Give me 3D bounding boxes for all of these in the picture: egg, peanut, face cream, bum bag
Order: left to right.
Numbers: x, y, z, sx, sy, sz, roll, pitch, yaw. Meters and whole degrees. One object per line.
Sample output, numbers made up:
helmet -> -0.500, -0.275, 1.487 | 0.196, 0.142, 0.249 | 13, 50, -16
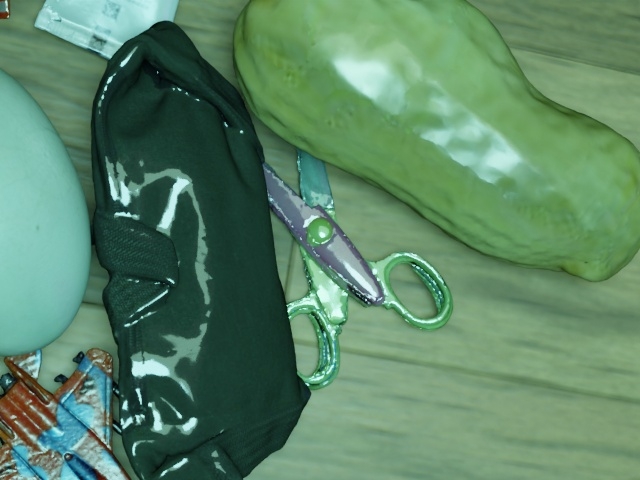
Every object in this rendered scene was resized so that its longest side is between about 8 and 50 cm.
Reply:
egg -> -0.224, -0.023, 0.814 | 0.151, 0.151, 0.209 | -32, 90, -15
face cream -> -0.112, -0.241, 0.930 | 0.092, 0.058, 0.243 | 23, 81, -12
bum bag -> -0.083, 0.012, 0.861 | 0.142, 0.080, 0.326 | 3, 75, -45
peanut -> 0.091, -0.086, 0.898 | 0.319, 0.147, 0.147 | 28, 75, -7

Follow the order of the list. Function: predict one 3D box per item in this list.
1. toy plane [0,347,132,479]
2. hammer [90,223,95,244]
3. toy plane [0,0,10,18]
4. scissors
toy plane -> -0.151, 0.150, 0.843 | 0.189, 0.061, 0.130 | 46, 74, -5
hammer -> -0.103, 0.073, 0.890 | 0.062, 0.013, 0.198 | -23, 85, -15
toy plane -> -0.250, -0.185, 0.882 | 0.194, 0.077, 0.126 | -40, 86, -8
scissors -> 0.000, 0.000, 0.921 | 0.134, 0.020, 0.187 | -25, 83, -7
